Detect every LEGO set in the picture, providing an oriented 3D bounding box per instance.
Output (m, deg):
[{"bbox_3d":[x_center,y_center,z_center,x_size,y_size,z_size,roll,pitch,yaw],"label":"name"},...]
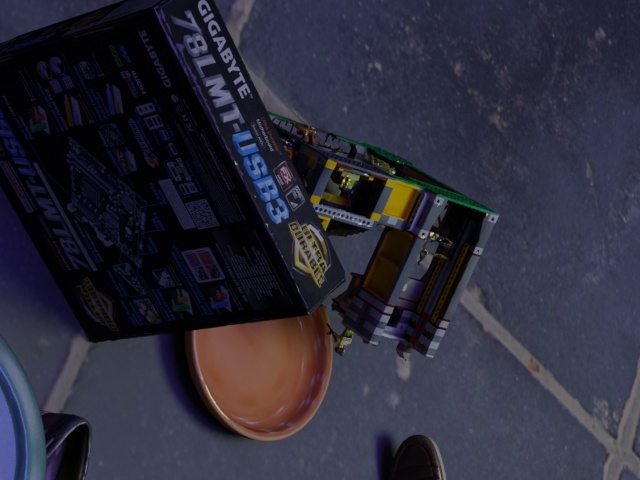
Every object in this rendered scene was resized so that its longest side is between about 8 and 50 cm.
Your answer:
[{"bbox_3d":[0.000,0.000,1.784,0.331,0.255,0.192,13,104,-51],"label":"LEGO set"}]

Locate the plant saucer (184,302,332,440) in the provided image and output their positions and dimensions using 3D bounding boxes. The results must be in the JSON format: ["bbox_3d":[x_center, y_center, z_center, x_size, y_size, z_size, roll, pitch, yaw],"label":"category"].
[{"bbox_3d":[-0.068,0.105,1.819,0.200,0.037,0.200,11,74,-44],"label":"plant saucer"}]

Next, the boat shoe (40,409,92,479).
[{"bbox_3d":[-0.255,0.252,1.561,0.080,0.073,0.223,34,59,-38],"label":"boat shoe"}]

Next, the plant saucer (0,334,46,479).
[{"bbox_3d":[-0.358,0.172,1.442,0.317,0.044,0.317,10,72,-32],"label":"plant saucer"}]

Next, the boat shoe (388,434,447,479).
[{"bbox_3d":[0.117,0.306,1.967,0.072,0.068,0.190,-4,95,-59],"label":"boat shoe"}]

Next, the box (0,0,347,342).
[{"bbox_3d":[-0.157,-0.057,1.566,0.073,0.293,0.295,-42,113,-41],"label":"box"}]
